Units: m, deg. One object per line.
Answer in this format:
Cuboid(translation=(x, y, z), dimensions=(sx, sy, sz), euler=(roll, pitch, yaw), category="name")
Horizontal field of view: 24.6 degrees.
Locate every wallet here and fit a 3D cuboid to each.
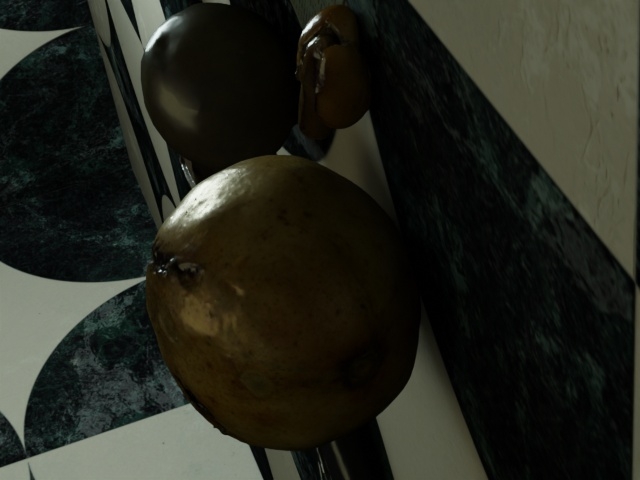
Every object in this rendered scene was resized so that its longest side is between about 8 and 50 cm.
Cuboid(translation=(-0.028, 0.120, 1.861), dimensions=(0.228, 0.062, 0.406), euler=(139, 113, -79), category="wallet")

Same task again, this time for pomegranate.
Cuboid(translation=(-0.028, 0.054, 1.282), dimensions=(0.260, 0.260, 0.260), euler=(162, 90, -80), category="pomegranate")

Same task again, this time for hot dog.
Cuboid(translation=(0.007, -0.138, 1.234), dimensions=(0.140, 0.060, 0.090), euler=(93, 162, -73), category="hot dog")

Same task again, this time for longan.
Cuboid(translation=(-0.099, -0.159, 1.505), dimensions=(0.189, 0.189, 0.189), euler=(162, 90, -80), category="longan")

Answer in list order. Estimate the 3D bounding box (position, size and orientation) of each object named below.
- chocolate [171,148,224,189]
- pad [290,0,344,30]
Cuboid(translation=(-0.153, -0.145, 1.992), dimensions=(0.214, 0.093, 0.148), euler=(-129, 21, -66), category="chocolate")
Cuboid(translation=(-0.013, -0.250, 1.291), dimensions=(0.265, 0.009, 0.159), euler=(98, 152, -69), category="pad")
